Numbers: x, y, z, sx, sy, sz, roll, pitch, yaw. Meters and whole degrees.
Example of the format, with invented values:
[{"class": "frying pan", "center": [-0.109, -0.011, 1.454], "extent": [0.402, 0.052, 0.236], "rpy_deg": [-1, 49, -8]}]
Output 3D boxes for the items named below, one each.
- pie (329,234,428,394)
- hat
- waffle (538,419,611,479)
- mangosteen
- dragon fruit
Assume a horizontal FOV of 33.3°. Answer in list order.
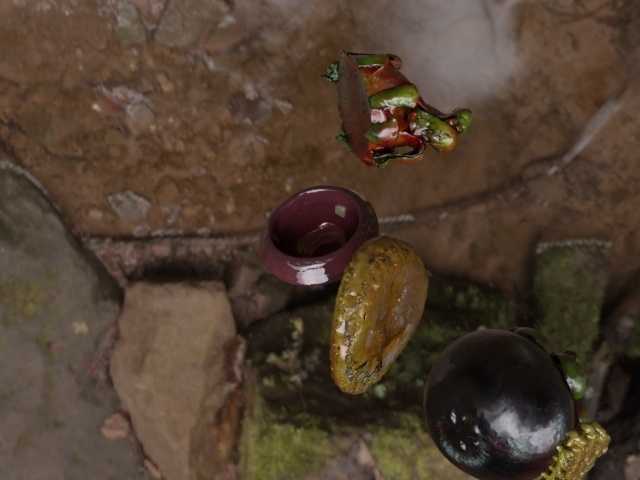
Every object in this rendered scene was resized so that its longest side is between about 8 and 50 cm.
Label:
[{"class": "pie", "center": [0.085, 0.120, 1.636], "extent": [0.273, 0.069, 0.274], "rpy_deg": [-33, 132, -47]}, {"class": "hat", "center": [0.000, 0.000, 1.751], "extent": [0.205, 0.205, 0.089], "rpy_deg": [-23, 138, -5]}, {"class": "waffle", "center": [0.365, 0.336, 1.599], "extent": [0.160, 0.046, 0.192], "rpy_deg": [-45, 154, 4]}, {"class": "mangosteen", "center": [0.340, 0.297, 1.987], "extent": [0.300, 0.300, 0.300], "rpy_deg": [-10, 125, -15]}, {"class": "dragon fruit", "center": [0.075, -0.135, 1.174], "extent": [0.174, 0.142, 0.138], "rpy_deg": [14, 162, 2]}]
